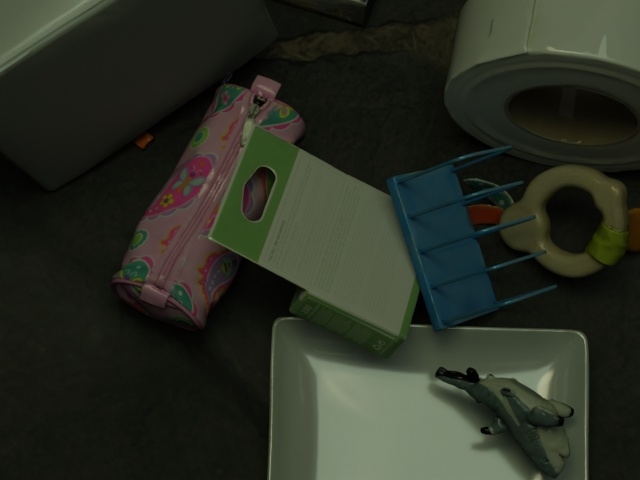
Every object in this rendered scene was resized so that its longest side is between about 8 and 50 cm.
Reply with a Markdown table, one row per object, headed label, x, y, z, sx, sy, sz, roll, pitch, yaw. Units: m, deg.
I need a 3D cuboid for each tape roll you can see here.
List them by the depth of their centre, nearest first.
| label | x | y | z | sx | sy | sz | roll | pitch | yaw |
| --- | --- | --- | --- | --- | --- | --- | --- | --- | --- |
| tape roll | 0.278 | -0.176 | 1.638 | 0.286 | 0.286 | 0.100 | 12 | 71 | 2 |

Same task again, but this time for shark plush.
| label | x | y | z | sx | sy | sz | roll | pitch | yaw |
| --- | --- | --- | --- | --- | --- | --- | --- | --- | --- |
| shark plush | 0.190 | 0.180 | 1.582 | 0.161 | 0.073 | 0.067 | 28 | 102 | 3 |

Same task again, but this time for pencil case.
| label | x | y | z | sx | sy | sz | roll | pitch | yaw |
| --- | --- | --- | --- | --- | --- | --- | --- | --- | --- |
| pencil case | -0.119 | -0.042 | 1.664 | 0.124 | 0.124 | 0.284 | 26 | 72 | 7 |

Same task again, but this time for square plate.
| label | x | y | z | sx | sy | sz | roll | pitch | yaw |
| --- | --- | --- | --- | --- | --- | --- | --- | --- | --- |
| square plate | 0.112 | 0.257 | 1.604 | 0.344 | 0.049 | 0.347 | 3 | 70 | -1 |

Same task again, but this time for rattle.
| label | x | y | z | sx | sy | sz | roll | pitch | yaw |
| --- | --- | --- | --- | --- | --- | --- | --- | --- | --- |
| rattle | 0.268 | -0.034 | 1.715 | 0.199 | 0.130 | 0.143 | 0 | 25 | 36 |

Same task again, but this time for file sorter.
| label | x | y | z | sx | sy | sz | roll | pitch | yaw |
| --- | --- | --- | --- | --- | --- | --- | --- | --- | --- |
| file sorter | 0.167 | -0.006 | 1.623 | 0.118 | 0.104 | 0.170 | -14 | 86 | -51 |

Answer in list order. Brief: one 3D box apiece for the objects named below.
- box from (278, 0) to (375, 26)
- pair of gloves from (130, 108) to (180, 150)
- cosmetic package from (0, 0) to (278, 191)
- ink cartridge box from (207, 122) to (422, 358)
| label | x | y | z | sx | sy | sz | roll | pitch | yaw |
| --- | --- | --- | --- | --- | --- | --- | --- | --- | --- |
| box | -0.026 | -0.375 | 1.817 | 0.231 | 0.056 | 0.183 | 17 | 71 | 5 |
| pair of gloves | -0.208 | -0.151 | 1.756 | 0.074 | 0.010 | 0.083 | 36 | 76 | 8 |
| cosmetic package | -0.299 | -0.332 | 1.621 | 0.327 | 0.329 | 0.394 | -33 | 74 | -1 |
| ink cartridge box | 0.000 | 0.000 | 1.618 | 0.235 | 0.056 | 0.171 | 26 | 52 | -10 |
